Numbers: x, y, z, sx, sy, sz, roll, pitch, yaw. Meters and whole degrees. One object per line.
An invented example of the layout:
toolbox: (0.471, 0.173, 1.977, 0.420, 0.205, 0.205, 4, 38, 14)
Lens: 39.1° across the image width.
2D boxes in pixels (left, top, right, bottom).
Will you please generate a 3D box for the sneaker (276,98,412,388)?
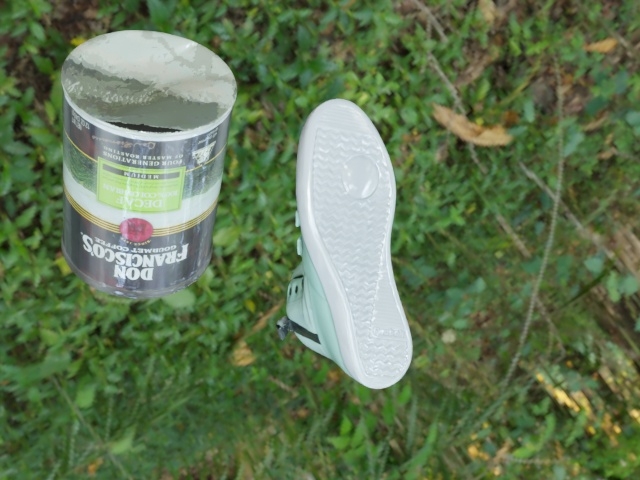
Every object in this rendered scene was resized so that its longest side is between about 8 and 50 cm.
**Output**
sneaker: (0.000, 0.001, 0.830, 0.094, 0.256, 0.151, -15, -167, -27)

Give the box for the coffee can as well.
coffee can: (-0.221, -0.092, 1.129, 0.201, 0.201, 0.275, -22, 145, -33)
